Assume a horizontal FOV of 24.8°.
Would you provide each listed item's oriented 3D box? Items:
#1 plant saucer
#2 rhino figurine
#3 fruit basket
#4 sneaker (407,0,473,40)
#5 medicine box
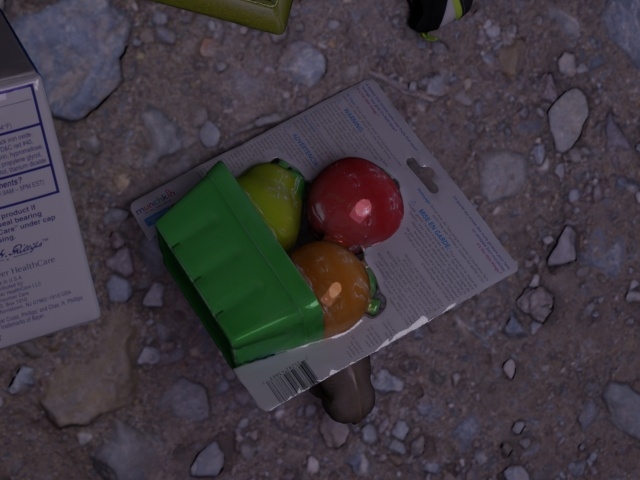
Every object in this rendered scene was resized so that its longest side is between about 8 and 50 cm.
[{"bbox_3d":[-0.101,-0.355,1.720,0.188,0.045,0.188,12,98,-19],"label":"plant saucer"},{"bbox_3d":[0.020,0.120,1.831,0.073,0.106,0.243,-13,106,-15],"label":"rhino figurine"},{"bbox_3d":[0.000,0.000,1.730,0.353,0.165,0.327,-27,64,-20],"label":"fruit basket"},{"bbox_3d":[0.101,-0.350,1.764,0.097,0.084,0.234,-33,109,-6],"label":"sneaker"},{"bbox_3d":[-0.361,-0.070,1.561,0.149,0.263,0.289,-16,119,-15],"label":"medicine box"}]
